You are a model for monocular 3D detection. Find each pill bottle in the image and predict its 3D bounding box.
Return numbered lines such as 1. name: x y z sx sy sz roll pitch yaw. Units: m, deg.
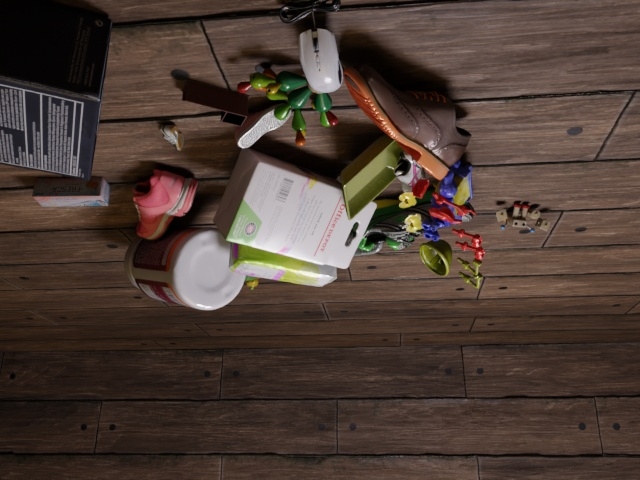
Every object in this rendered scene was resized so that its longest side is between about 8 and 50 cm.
1. pill bottle: -0.404 0.072 1.772 0.224 0.224 0.392 19 170 -37

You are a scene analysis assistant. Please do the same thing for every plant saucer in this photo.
1. plant saucer: 0.112 -0.156 1.429 0.188 0.045 0.188 -43 159 -11

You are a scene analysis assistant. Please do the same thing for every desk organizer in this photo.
1. desk organizer: -0.213 -0.276 1.241 0.130 0.050 0.047 11 156 -23

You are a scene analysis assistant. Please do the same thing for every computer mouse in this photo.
1. computer mouse: -0.002 -0.326 1.053 0.105 0.042 0.193 -5 137 12

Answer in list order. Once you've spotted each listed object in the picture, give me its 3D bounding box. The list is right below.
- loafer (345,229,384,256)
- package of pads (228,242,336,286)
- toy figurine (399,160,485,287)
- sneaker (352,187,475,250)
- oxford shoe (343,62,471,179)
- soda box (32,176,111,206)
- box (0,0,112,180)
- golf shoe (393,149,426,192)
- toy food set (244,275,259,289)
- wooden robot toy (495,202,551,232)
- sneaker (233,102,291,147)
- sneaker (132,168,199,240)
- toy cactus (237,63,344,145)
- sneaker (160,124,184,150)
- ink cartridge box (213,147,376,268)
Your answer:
1. loafer: 0.089 0.010 1.869 0.251 0.095 0.087 0 -173 32
2. package of pads: -0.097 -0.003 1.670 0.296 0.229 0.101 10 156 -24
3. toy figurine: 0.340 -0.076 1.488 0.191 0.217 0.363 18 154 29
4. sneaker: 0.250 -0.043 1.673 0.343 0.147 0.134 -11 155 24
5. oxford shoe: 0.178 -0.259 1.218 0.133 0.130 0.363 -47 139 12
6. soda box: -0.650 -0.126 1.608 0.183 0.058 0.063 0 158 3
7. box: -0.540 -0.271 1.085 0.293 0.183 0.296 8 155 -21
8. golf shoe: 0.209 -0.168 1.458 0.085 0.068 0.186 -12 153 -10
9. toy food set: -0.313 0.138 2.227 0.217 0.071 0.128 16 153 -33
10. wooden robot toy: 0.558 -0.070 1.738 0.173 0.076 0.079 6 -168 -12
11. sneaker: -0.130 -0.258 1.299 0.134 0.070 0.051 -35 140 7
12. sneaker: -0.440 -0.105 1.628 0.136 0.116 0.313 28 144 -24
13. toy cactus: -0.032 -0.281 1.182 0.219 0.112 0.180 29 135 -34
14. sneaker: -0.334 -0.234 1.382 0.036 0.032 0.083 11 155 11
15. ink cartridge box: -0.057 -0.071 1.513 0.353 0.207 0.119 17 -165 -33
